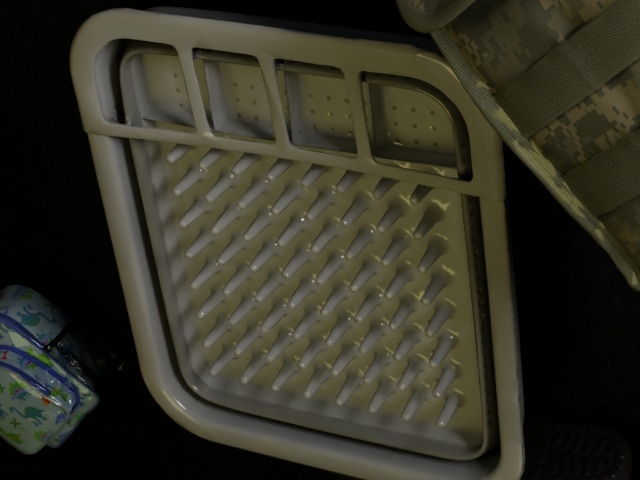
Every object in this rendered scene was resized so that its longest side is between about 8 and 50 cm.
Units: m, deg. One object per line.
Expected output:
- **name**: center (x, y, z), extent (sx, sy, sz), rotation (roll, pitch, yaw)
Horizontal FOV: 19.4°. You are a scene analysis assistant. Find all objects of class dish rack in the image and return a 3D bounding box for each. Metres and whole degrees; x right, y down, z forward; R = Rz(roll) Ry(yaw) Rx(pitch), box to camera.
- **dish rack**: center (0.000, 0.000, 1.171), extent (0.286, 0.072, 0.332), rotation (10, 127, 26)

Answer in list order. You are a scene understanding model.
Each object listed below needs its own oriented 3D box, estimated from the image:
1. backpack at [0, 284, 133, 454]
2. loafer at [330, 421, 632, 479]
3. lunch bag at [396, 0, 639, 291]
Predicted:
- **backpack**: center (-0.220, 0.096, 1.411), extent (0.114, 0.084, 0.105), rotation (43, 136, -3)
- **loafer**: center (0.104, 0.165, 1.258), extent (0.220, 0.080, 0.078), rotation (6, 132, 29)
- **lunch bag**: center (0.158, -0.156, 0.873), extent (0.287, 0.169, 0.235), rotation (49, 141, -3)
